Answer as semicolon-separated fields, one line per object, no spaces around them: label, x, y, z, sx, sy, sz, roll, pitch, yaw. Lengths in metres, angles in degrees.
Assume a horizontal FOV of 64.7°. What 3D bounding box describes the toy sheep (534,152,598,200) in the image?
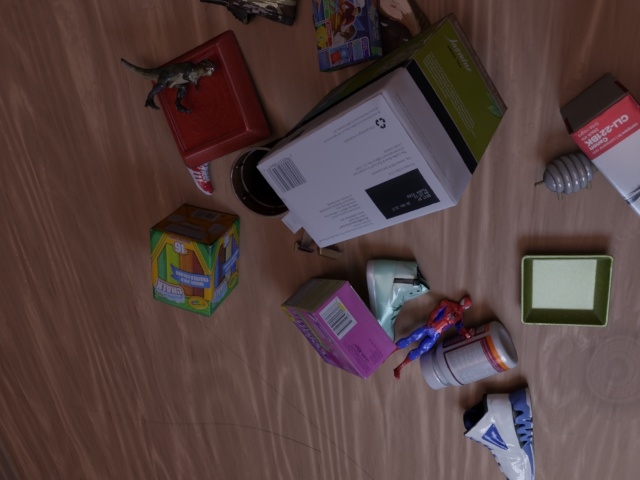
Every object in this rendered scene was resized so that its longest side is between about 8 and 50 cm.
toy sheep;0.510;-0.134;1.046;0.132;0.091;0.091;-24;107;8

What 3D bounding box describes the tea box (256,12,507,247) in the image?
tea box;0.118;-0.195;0.949;0.328;0.324;0.220;-18;116;46

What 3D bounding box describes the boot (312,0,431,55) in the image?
boot;0.118;-0.412;1.053;0.206;0.090;0.249;-19;111;38

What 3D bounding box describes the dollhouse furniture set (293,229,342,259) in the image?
dollhouse furniture set;0.000;0.000;1.329;0.114;0.091;0.081;17;80;-16

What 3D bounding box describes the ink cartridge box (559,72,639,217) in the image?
ink cartridge box;0.587;-0.158;0.941;0.273;0.197;0.114;45;122;-7

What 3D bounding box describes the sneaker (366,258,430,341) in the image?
sneaker;0.207;0.167;1.296;0.150;0.094;0.256;-3;116;16

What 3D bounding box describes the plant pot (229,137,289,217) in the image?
plant pot;-0.103;-0.161;1.189;0.166;0.165;0.167;7;118;14

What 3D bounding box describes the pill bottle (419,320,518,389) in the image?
pill bottle;0.374;0.299;1.290;0.221;0.121;0.121;-30;104;29

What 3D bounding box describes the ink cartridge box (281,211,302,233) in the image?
ink cartridge box;-0.028;-0.085;1.247;0.052;0.088;0.122;47;120;-5

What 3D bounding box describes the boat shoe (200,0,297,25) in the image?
boat shoe;-0.159;-0.503;1.084;0.223;0.080;0.074;9;113;9

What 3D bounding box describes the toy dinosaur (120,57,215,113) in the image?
toy dinosaur;-0.349;-0.360;1.166;0.267;0.064;0.118;7;94;20

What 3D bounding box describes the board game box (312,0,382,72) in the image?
board game box;0.048;-0.446;0.986;0.136;0.035;0.202;1;100;42

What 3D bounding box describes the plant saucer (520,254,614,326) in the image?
plant saucer;0.564;0.108;1.173;0.188;0.045;0.188;-1;116;18

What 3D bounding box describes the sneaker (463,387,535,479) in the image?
sneaker;0.487;0.536;1.383;0.182;0.127;0.316;-2;108;23

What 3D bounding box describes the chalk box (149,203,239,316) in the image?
chalk box;-0.338;0.078;1.381;0.180;0.179;0.289;13;119;12

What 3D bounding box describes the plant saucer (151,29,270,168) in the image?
plant saucer;-0.278;-0.327;1.208;0.258;0.047;0.259;-16;100;24

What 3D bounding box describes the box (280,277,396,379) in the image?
box;0.038;0.216;1.289;0.214;0.117;0.243;53;161;-12

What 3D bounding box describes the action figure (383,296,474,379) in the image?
action figure;0.274;0.245;1.264;0.280;0.139;0.091;-44;91;10

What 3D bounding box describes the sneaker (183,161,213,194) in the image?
sneaker;-0.302;-0.179;1.318;0.067;0.042;0.119;-24;104;31
